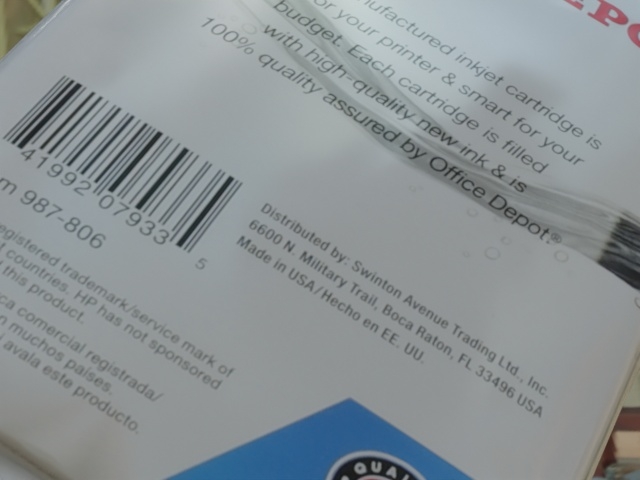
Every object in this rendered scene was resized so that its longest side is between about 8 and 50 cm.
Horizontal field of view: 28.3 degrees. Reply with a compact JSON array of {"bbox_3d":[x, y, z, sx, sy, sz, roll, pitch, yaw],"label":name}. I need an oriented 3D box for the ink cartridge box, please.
[{"bbox_3d":[0.000,0.000,0.592,0.285,0.395,0.166,33,-36,3],"label":"ink cartridge box"}]
